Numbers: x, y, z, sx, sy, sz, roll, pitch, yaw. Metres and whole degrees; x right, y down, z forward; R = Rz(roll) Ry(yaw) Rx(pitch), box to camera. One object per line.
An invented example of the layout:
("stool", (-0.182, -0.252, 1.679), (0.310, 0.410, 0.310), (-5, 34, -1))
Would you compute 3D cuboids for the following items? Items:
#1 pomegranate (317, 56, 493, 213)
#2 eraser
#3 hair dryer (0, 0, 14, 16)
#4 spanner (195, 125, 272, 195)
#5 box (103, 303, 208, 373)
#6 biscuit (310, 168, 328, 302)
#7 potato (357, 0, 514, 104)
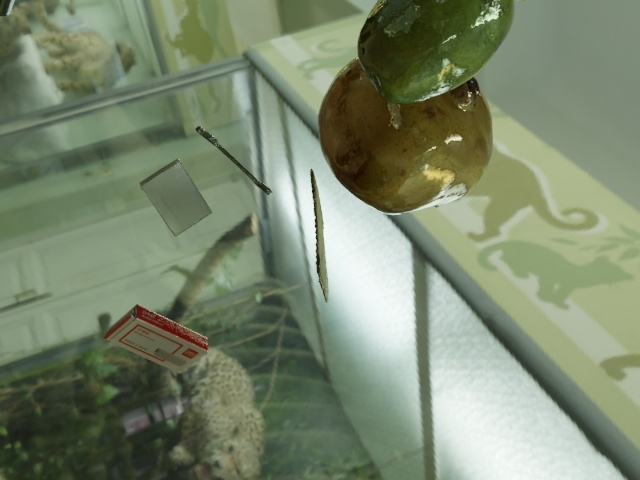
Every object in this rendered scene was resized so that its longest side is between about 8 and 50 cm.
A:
("pomegranate", (0.203, -0.251, 1.870), (0.417, 0.417, 0.416), (161, -90, -76))
("eraser", (-0.320, -0.093, 1.856), (0.150, 0.104, 0.023), (61, -8, -31))
("hair dryer", (-0.726, -0.605, 1.842), (0.302, 0.244, 0.116), (-49, -123, 44))
("spanner", (-0.181, -0.167, 1.792), (0.054, 0.015, 0.254), (35, -5, 42))
("box", (-0.399, 0.242, 2.050), (0.229, 0.123, 0.050), (32, 33, -32))
("biscuit", (0.000, 0.000, 1.702), (0.237, 0.013, 0.232), (75, 10, -67))
("potato", (0.200, -0.371, 1.430), (0.216, 0.304, 0.216), (43, -16, 16))
